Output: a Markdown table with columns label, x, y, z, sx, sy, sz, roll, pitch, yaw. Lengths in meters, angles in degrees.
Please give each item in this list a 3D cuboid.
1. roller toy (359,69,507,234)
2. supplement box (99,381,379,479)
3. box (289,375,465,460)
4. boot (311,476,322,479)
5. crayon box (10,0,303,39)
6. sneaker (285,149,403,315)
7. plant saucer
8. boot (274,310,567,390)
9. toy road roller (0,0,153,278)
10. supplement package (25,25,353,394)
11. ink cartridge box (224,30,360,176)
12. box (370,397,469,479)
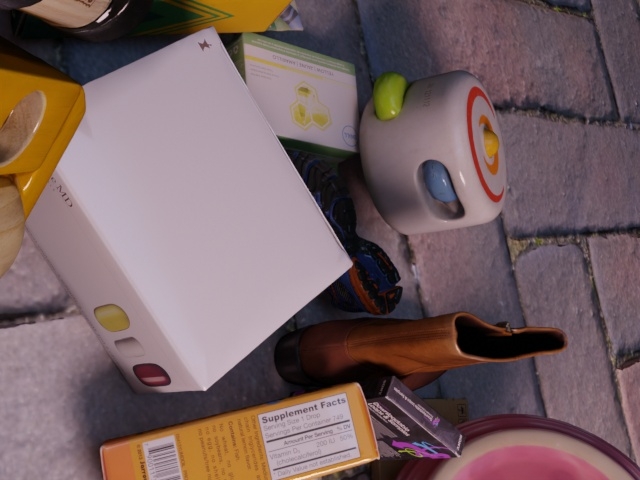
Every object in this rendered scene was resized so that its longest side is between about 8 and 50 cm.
| label | x | y | z | sx | sy | sz | roll | pitch | yaw |
| --- | --- | --- | --- | --- | --- | --- | --- | --- | --- |
| roller toy | 0.151 | -0.108 | 0.939 | 0.209 | 0.146 | 0.191 | 8 | 74 | -60 |
| supplement box | -0.072 | 0.189 | 0.676 | 0.234 | 0.078 | 0.080 | -9 | 81 | -14 |
| box | 0.054 | 0.190 | 0.789 | 0.116 | 0.162 | 0.029 | 42 | 54 | -24 |
| boot | -0.002 | 0.277 | 0.736 | 0.213 | 0.077 | 0.165 | 10 | 64 | -5 |
| crayon box | -0.161 | -0.320 | 0.769 | 0.323 | 0.083 | 0.203 | -12 | 82 | -33 |
| sneaker | 0.000 | 0.000 | 0.845 | 0.221 | 0.087 | 0.083 | 59 | 42 | -13 |
| plant saucer | 0.220 | 0.326 | 0.775 | 0.084 | 0.332 | 0.332 | 81 | 29 | -52 |
| boot | 0.131 | 0.106 | 0.799 | 0.264 | 0.280 | 0.096 | 15 | 68 | -37 |
| toy road roller | -0.271 | -0.130 | 0.453 | 0.241 | 0.202 | 0.329 | 28 | 98 | -2 |
| supplement package | -0.136 | -0.023 | 0.695 | 0.204 | 0.145 | 0.261 | -38 | 102 | -37 |
| ink cartridge box | -0.029 | -0.110 | 0.881 | 0.171 | 0.056 | 0.234 | 7 | 72 | -39 |
| box | 0.126 | 0.293 | 0.914 | 0.165 | 0.021 | 0.201 | 9 | 72 | -37 |
